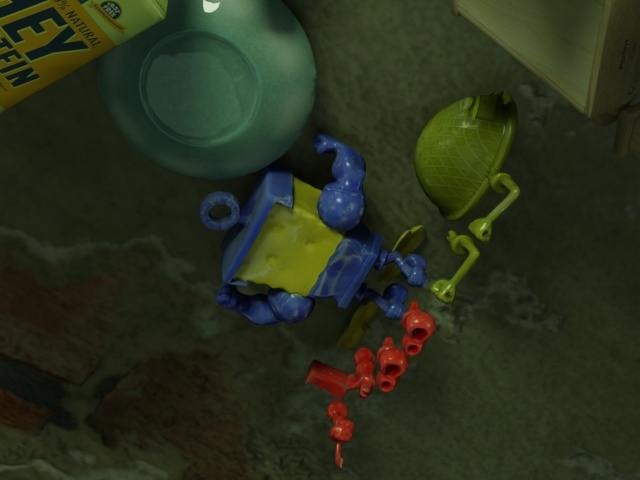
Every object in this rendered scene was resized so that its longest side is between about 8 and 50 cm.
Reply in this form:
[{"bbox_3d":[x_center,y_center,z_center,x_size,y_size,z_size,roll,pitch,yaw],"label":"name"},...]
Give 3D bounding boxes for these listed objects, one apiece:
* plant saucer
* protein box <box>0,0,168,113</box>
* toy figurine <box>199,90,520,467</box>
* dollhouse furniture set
[{"bbox_3d":[-0.102,-0.136,1.355,0.195,0.037,0.195,3,115,6],"label":"plant saucer"},{"bbox_3d":[-0.231,-0.222,1.218,0.201,0.199,0.136,-26,123,19],"label":"protein box"},{"bbox_3d":[0.000,0.000,1.399,0.217,0.191,0.362,24,123,-10],"label":"toy figurine"},{"bbox_3d":[0.295,-0.251,1.214,0.356,0.174,0.303,-24,140,-25],"label":"dollhouse furniture set"}]
